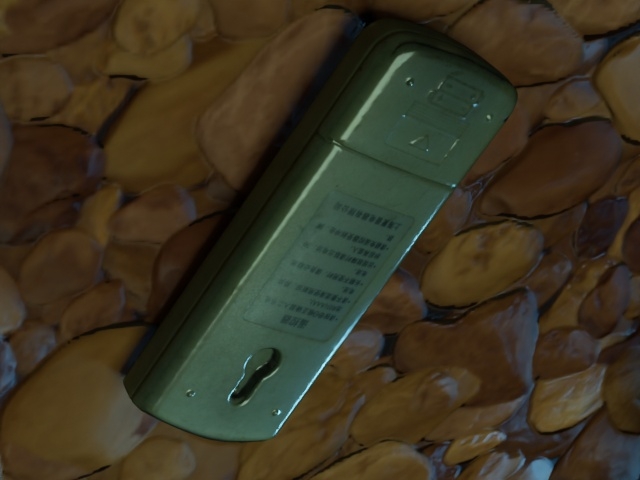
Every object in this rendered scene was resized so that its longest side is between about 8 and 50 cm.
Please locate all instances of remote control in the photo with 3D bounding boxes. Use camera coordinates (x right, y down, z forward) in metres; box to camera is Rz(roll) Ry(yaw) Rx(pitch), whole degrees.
[{"bbox_3d":[0.000,0.000,0.838,0.098,0.038,0.233,18,113,-43],"label":"remote control"}]
